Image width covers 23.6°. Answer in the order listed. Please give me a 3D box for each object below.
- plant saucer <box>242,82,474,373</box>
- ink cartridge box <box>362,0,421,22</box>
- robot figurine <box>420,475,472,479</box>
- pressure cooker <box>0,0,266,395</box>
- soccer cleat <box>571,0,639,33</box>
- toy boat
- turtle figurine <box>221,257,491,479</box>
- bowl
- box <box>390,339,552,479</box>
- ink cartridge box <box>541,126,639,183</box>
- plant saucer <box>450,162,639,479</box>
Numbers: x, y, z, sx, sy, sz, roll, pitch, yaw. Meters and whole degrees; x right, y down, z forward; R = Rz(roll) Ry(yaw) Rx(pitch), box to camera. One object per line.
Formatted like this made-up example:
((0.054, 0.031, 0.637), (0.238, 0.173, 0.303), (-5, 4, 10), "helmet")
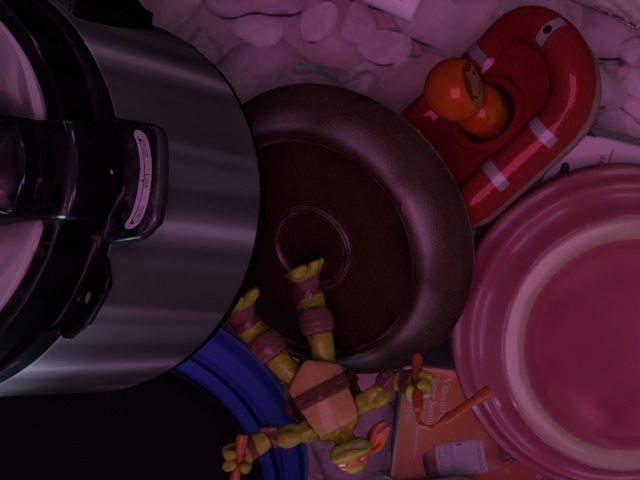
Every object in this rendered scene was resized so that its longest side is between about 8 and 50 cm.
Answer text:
((0.000, 0.000, 1.512), (0.311, 0.050, 0.310), (13, 118, 27), "plant saucer")
((0.025, -0.326, 1.460), (0.219, 0.092, 0.160), (24, 106, -3), "ink cartridge box")
((0.111, 0.416, 1.515), (0.200, 0.353, 0.300), (-12, 143, 25), "robot figurine")
((-0.280, -0.043, 1.307), (0.370, 0.420, 0.375), (-45, 70, 17), "pressure cooker")
((0.328, -0.219, 1.498), (0.196, 0.068, 0.076), (9, 110, -4), "soccer cleat")
((0.152, -0.129, 1.467), (0.231, 0.151, 0.151), (-43, 56, 12), "toy boat")
((0.009, 0.132, 1.468), (0.269, 0.087, 0.217), (-25, 86, 3), "turtle figurine")
((-0.208, 0.218, 1.496), (0.391, 0.391, 0.077), (17, 135, -3), "bowl")
((0.163, 0.181, 1.608), (0.170, 0.091, 0.130), (4, 106, 1), "box")
((0.309, -0.051, 1.549), (0.181, 0.061, 0.104), (14, 106, -3), "ink cartridge box")
((0.296, 0.092, 1.497), (0.332, 0.084, 0.332), (0, 100, -2), "plant saucer")
